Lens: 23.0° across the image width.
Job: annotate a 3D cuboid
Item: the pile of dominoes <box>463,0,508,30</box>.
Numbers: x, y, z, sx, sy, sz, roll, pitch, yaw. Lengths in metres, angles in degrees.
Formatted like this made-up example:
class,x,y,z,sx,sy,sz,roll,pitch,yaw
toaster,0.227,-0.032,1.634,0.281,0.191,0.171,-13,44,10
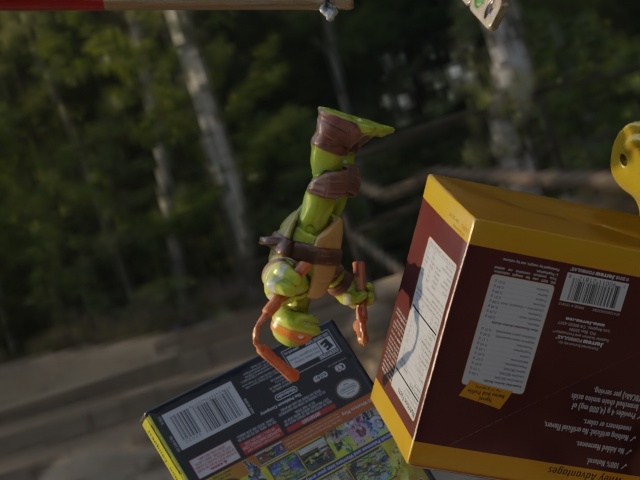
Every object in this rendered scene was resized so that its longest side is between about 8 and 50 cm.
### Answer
class,x,y,z,sx,sy,sz,roll,pitch,yaw
pile of dominoes,0.148,-0.314,1.393,0.040,0.196,0.251,16,24,-23

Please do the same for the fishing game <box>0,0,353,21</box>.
class,x,y,z,sx,sy,sz,roll,pitch,yaw
fishing game,-0.049,-0.206,0.609,0.189,0.264,0.041,2,-21,1

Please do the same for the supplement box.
class,x,y,z,sx,sy,sz,roll,pitch,yaw
supplement box,0.163,0.073,1.201,0.191,0.194,0.129,11,15,-14

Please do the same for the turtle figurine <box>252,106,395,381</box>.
class,x,y,z,sx,sy,sz,roll,pitch,yaw
turtle figurine,0.000,0.000,1.325,0.087,0.217,0.269,18,4,21

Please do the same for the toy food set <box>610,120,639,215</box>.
class,x,y,z,sx,sy,sz,roll,pitch,yaw
toy food set,0.326,-0.025,1.290,0.071,0.128,0.218,-17,37,-18

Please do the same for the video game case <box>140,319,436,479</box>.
class,x,y,z,sx,sy,sz,roll,pitch,yaw
video game case,-0.033,0.252,1.835,0.275,0.248,0.035,-25,-17,-29
